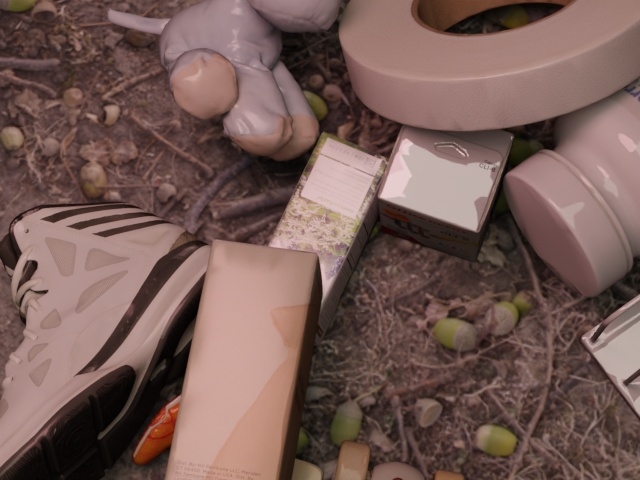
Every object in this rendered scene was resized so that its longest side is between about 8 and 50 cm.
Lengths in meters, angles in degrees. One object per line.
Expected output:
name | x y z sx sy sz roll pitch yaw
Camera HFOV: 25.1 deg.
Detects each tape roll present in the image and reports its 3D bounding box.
tape roll | 0.214 -0.259 1.673 0.392 0.072 0.392 -12 34 8

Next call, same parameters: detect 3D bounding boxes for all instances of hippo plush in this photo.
hippo plush | -0.062 -0.253 1.718 0.236 0.234 0.294 -52 37 11

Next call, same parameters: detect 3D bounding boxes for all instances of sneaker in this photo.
sneaker | -0.318 0.126 1.682 0.257 0.169 0.447 29 56 21
sneaker | -0.154 0.212 1.720 0.175 0.064 0.067 -42 87 -3

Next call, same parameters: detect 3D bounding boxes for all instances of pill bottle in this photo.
pill bottle | 0.421 -0.120 1.652 0.407 0.229 0.229 -35 77 -9

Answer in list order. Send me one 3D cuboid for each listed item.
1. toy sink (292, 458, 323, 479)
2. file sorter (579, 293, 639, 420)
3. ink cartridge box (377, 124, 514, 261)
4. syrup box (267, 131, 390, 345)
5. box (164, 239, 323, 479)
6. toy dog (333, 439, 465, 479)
toy sink | -0.098 0.350 1.647 0.152 0.131 0.234 15 78 7
file sorter | 0.463 0.155 1.629 0.193 0.173 0.278 -34 76 -4
ink cartridge box | 0.147 -0.067 1.701 0.128 0.176 0.127 19 79 9
syrup box | 0.000 0.000 1.738 0.093 0.096 0.237 23 81 11
box | -0.082 0.170 1.563 0.121 0.148 0.311 8 71 6
toy dog | 0.070 0.384 1.611 0.220 0.161 0.334 -9 76 3
